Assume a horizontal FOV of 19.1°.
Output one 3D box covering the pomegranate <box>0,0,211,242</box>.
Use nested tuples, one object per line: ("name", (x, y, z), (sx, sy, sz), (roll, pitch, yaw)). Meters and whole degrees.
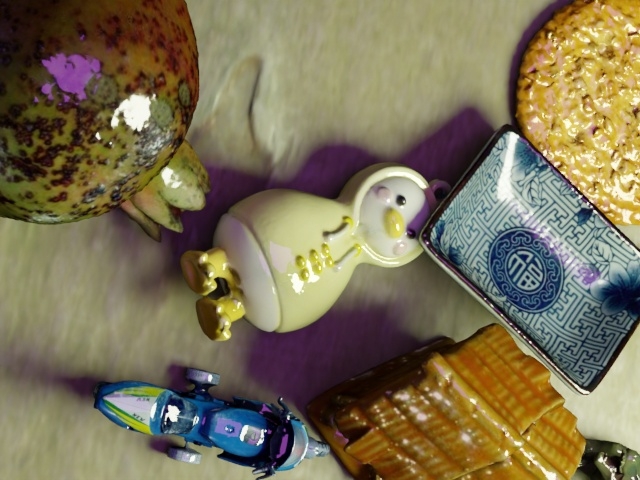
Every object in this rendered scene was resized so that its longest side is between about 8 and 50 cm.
("pomegranate", (-0.213, -0.124, 1.747), (0.285, 0.285, 0.340), (-56, 136, -9))

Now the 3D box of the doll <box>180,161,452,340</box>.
("doll", (0.005, 0.000, 1.868), (0.296, 0.117, 0.141), (-23, 101, -15))

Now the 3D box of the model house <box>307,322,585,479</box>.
("model house", (0.136, 0.189, 1.861), (0.219, 0.229, 0.199), (-35, 95, -12))

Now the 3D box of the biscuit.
("biscuit", (0.322, -0.138, 2.005), (0.254, 0.035, 0.254), (-1, 92, -18))

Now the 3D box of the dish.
("dish", (0.213, 0.027, 1.940), (0.243, 0.080, 0.182), (44, 60, -10))

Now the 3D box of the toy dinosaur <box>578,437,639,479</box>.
("toy dinosaur", (0.345, 0.251, 1.963), (0.179, 0.187, 0.087), (5, 92, 9))

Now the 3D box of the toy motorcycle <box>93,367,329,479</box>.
("toy motorcycle", (-0.099, 0.178, 1.830), (0.254, 0.135, 0.092), (16, 87, -17))
